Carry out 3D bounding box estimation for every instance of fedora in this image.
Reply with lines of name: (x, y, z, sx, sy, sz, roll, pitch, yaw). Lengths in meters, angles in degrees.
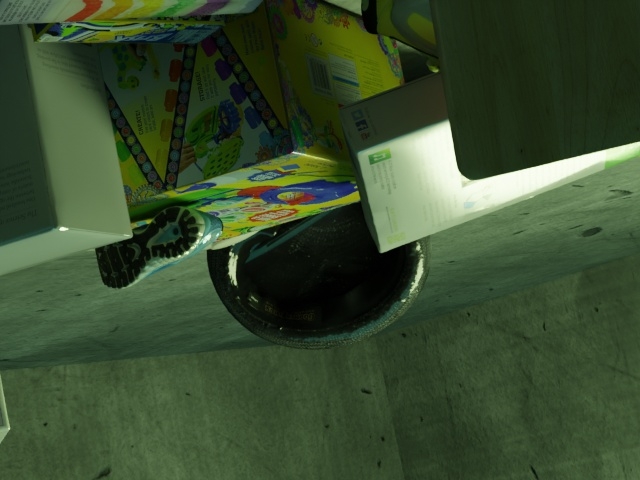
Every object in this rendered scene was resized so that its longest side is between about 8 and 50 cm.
fedora: (0.000, 0.000, 2.423, 0.334, 0.334, 0.152, -13, -156, 9)

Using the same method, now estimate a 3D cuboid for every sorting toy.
sorting toy: (0.209, -0.207, 1.374, 0.255, 0.257, 0.089, -13, -165, -11)

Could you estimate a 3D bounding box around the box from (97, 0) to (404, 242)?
box: (-0.090, -0.122, 1.682, 0.279, 0.177, 0.290, -15, 169, 27)

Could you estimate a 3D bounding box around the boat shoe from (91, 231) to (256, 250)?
boat shoe: (-0.226, -0.051, 2.023, 0.340, 0.127, 0.158, -10, 167, 23)

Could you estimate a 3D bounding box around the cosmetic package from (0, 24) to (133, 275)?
cosmetic package: (-0.315, -0.085, 1.485, 0.224, 0.225, 0.138, -15, 169, 23)

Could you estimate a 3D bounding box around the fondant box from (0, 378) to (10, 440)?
fondant box: (-0.471, 0.099, 2.033, 0.096, 0.330, 0.238, -10, 170, -18)

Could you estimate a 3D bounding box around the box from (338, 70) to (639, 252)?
box: (0.186, -0.109, 1.571, 0.322, 0.058, 0.232, -19, 155, -1)

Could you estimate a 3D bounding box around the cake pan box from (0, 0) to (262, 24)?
cake pan box: (-0.120, -0.247, 1.260, 0.245, 0.070, 0.267, -9, 170, -27)

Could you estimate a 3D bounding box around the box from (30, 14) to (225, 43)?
box: (-0.172, -0.209, 1.429, 0.169, 0.059, 0.054, -4, 167, -36)

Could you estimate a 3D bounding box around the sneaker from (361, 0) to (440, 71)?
sneaker: (0.185, -0.220, 1.621, 0.147, 0.145, 0.384, -9, 163, 34)

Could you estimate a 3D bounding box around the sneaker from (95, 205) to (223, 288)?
sneaker: (-0.163, 0.009, 1.652, 0.162, 0.063, 0.073, -17, 171, 37)
